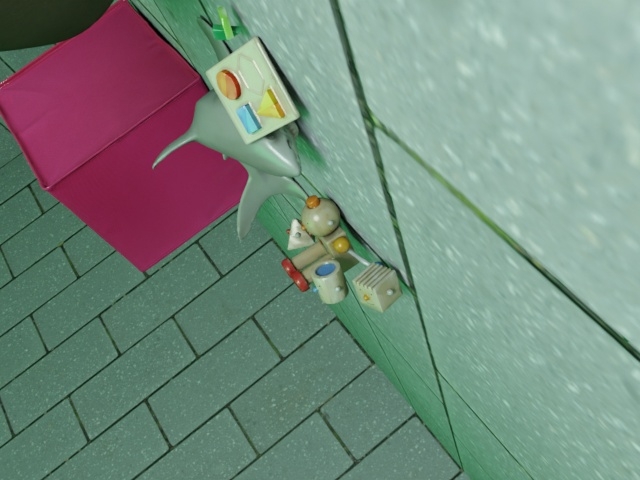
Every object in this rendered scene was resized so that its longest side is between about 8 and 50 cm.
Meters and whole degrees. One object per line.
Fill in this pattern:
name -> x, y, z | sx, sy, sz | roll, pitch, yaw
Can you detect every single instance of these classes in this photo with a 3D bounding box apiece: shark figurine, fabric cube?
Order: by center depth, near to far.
shark figurine -> -0.097, -0.085, 0.545 | 0.166, 0.116, 0.278 | 53, 173, 2
fabric cube -> -0.292, -0.158, 0.904 | 0.259, 0.254, 0.258 | 49, 174, 31

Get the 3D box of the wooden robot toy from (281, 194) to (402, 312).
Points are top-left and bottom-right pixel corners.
wooden robot toy -> 0.000, 0.000, 0.529 | 0.173, 0.076, 0.079 | 44, 159, 53

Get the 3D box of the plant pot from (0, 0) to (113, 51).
plant pot -> -0.223, -0.206, 0.317 | 0.263, 0.263, 0.229 | 52, -167, -1

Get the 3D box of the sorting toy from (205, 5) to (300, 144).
sorting toy -> -0.054, -0.108, 0.382 | 0.062, 0.012, 0.083 | -16, 109, 45
